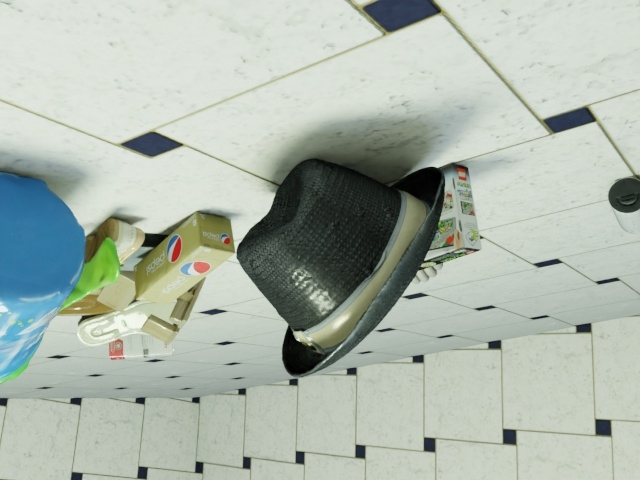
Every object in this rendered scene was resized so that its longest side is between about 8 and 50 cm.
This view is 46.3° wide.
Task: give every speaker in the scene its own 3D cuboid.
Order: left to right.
[{"bbox_3d":[0.464,-0.050,1.113,0.055,0.055,0.136,-13,162,25],"label":"speaker"}]

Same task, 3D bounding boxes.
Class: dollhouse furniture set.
[{"bbox_3d":[-0.291,0.075,1.326,0.151,0.123,0.144,30,140,-14],"label":"dollhouse furniture set"}]

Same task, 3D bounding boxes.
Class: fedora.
[{"bbox_3d":[0.000,0.000,0.891,0.152,0.334,0.334,36,151,-11],"label":"fedora"}]

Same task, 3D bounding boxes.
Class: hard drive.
[{"bbox_3d":[-0.260,0.021,1.174,0.094,0.022,0.135,4,161,-28],"label":"hard drive"}]

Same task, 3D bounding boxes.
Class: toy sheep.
[{"bbox_3d":[0.156,0.032,1.244,0.132,0.091,0.091,-30,158,14],"label":"toy sheep"}]

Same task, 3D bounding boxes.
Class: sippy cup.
[{"bbox_3d":[-0.396,0.039,0.875,0.240,0.305,0.224,47,129,-13],"label":"sippy cup"}]

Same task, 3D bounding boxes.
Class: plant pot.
[{"bbox_3d":[-0.455,0.107,1.391,0.236,0.033,0.236,-6,163,-2],"label":"plant pot"}]

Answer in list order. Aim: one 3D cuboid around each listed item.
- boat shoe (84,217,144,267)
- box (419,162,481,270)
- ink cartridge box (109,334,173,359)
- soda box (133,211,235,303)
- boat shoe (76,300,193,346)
[{"bbox_3d":[-0.306,0.019,1.080,0.059,0.063,0.170,13,156,-33],"label":"boat shoe"},{"bbox_3d":[0.118,-0.015,1.012,0.036,0.114,0.207,8,160,-40],"label":"box"},{"bbox_3d":[-0.389,0.205,1.628,0.135,0.099,0.056,-2,163,-11],"label":"ink cartridge box"},{"bbox_3d":[-0.203,0.029,1.093,0.061,0.058,0.181,13,143,-41],"label":"soda box"},{"bbox_3d":[-0.377,0.151,1.529,0.232,0.084,0.079,-11,-158,-5],"label":"boat shoe"}]
